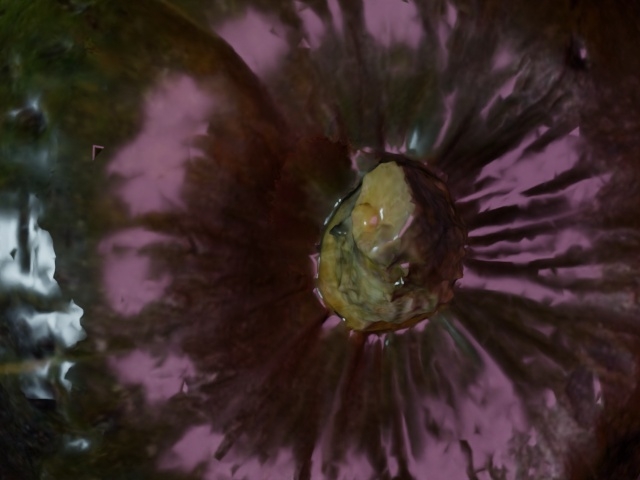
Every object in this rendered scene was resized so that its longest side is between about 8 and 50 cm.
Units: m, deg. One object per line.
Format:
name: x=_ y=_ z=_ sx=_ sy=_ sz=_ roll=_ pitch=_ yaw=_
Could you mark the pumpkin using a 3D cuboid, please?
pumpkin: x=0.001 y=-0.001 z=0.546 sx=0.260 sy=0.189 sz=0.260 roll=1 pitch=87 yaw=-22
